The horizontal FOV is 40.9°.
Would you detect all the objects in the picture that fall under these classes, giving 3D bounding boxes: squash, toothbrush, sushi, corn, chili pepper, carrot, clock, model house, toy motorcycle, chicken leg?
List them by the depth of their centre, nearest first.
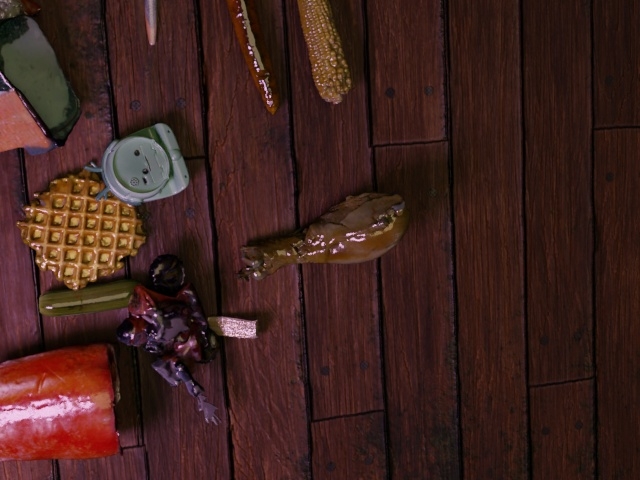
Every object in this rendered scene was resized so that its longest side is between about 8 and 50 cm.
[{"bbox_3d":[-0.691,-0.493,1.754,0.226,0.103,0.097,28,106,-15],"label":"sushi"},{"bbox_3d":[-0.682,-0.293,1.765,0.291,0.184,0.253,-15,125,17],"label":"model house"},{"bbox_3d":[-0.372,-0.614,1.861,0.028,0.037,0.375,-3,101,-12],"label":"toothbrush"},{"bbox_3d":[-0.579,0.357,1.863,0.305,0.229,0.251,-6,129,-3],"label":"chili pepper"},{"bbox_3d":[-0.401,-0.154,1.870,0.211,0.066,0.159,-24,94,-25],"label":"clock"},{"bbox_3d":[-0.505,0.129,1.908,0.229,0.066,0.066,-7,99,-14],"label":"squash"},{"bbox_3d":[-0.324,0.238,1.929,0.207,0.134,0.401,-37,118,-30],"label":"toy motorcycle"},{"bbox_3d":[-0.148,-0.436,1.936,0.066,0.066,0.314,-20,106,-12],"label":"carrot"},{"bbox_3d":[0.007,-0.455,1.960,0.087,0.086,0.288,-16,99,-13],"label":"corn"},{"bbox_3d":[0.000,0.000,1.976,0.429,0.201,0.152,-17,111,1],"label":"chicken leg"}]

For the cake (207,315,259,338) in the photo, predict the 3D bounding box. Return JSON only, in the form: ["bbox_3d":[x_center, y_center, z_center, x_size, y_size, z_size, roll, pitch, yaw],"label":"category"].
[{"bbox_3d":[-0.204,0.202,2.021,0.121,0.065,0.052,4,97,7],"label":"cake"}]

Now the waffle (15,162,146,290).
[{"bbox_3d":[-0.517,-0.028,1.878,0.254,0.052,0.245,-38,103,-16],"label":"waffle"}]
